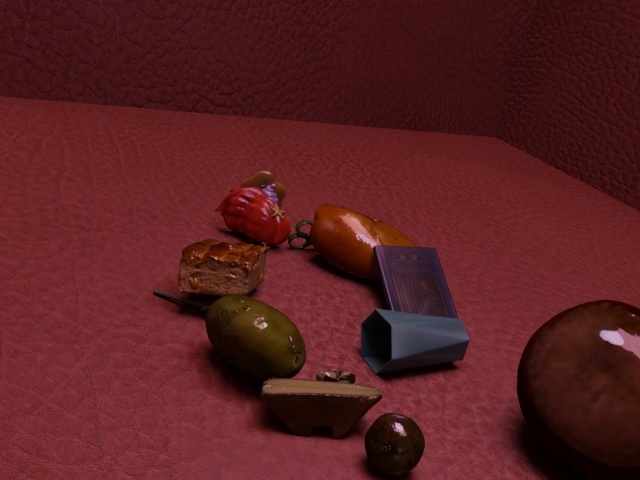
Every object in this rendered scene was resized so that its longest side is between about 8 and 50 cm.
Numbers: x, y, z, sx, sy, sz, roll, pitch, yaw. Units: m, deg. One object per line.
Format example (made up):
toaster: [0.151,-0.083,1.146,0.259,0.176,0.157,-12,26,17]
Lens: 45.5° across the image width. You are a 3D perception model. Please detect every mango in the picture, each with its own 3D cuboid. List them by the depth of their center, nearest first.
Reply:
mango: [0.135,0.023,2.205,0.350,0.201,0.199,27,64,11]

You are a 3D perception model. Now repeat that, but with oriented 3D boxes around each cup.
cup: [0.227,0.238,1.787,0.235,0.148,0.134,5,-4,-27]

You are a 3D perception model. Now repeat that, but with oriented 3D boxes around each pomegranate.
pomegranate: [0.143,0.378,1.428,0.114,0.114,0.142,20,-1,19]

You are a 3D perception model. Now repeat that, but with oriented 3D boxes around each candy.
candy: [-0.272,0.154,1.800,0.305,0.083,0.091,13,-9,21]

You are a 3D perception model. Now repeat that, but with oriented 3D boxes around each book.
book: [0.255,0.127,2.035,0.191,0.025,0.269,4,51,-20]

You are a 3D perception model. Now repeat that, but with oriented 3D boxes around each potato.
potato: [-0.137,0.199,1.600,0.253,0.186,0.148,28,57,30]

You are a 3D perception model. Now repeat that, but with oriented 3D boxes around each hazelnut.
hazelnut: [0.607,0.310,1.537,0.409,0.359,0.359,37,31,30]

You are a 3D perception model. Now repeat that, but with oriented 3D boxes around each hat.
hat: [0.031,0.304,1.605,0.076,0.059,0.077,11,10,43]

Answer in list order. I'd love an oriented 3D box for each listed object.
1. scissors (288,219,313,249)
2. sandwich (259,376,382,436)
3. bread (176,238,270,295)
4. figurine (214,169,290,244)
scissors: [0.000,0.000,2.314,0.204,0.101,0.027,16,31,-34]
sandwich: [-0.003,0.326,1.501,0.244,0.088,0.090,4,14,-10]
bread: [-0.236,0.062,1.879,0.184,0.114,0.275,4,8,6]
figurine: [-0.195,-0.089,2.311,0.208,0.181,0.257,48,14,-21]
